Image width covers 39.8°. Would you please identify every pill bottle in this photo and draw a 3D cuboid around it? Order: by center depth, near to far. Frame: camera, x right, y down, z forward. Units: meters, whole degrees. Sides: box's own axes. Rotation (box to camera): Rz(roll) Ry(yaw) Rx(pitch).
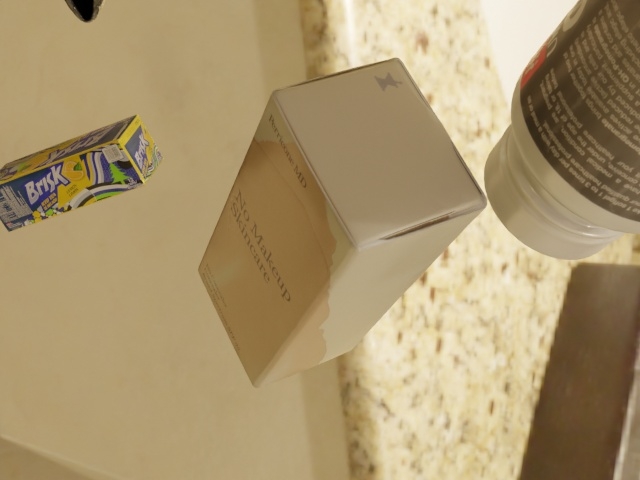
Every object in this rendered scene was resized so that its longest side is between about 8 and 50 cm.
[{"bbox_3d":[0.250,-0.114,0.644,0.176,0.318,0.176,10,58,-16],"label":"pill bottle"}]

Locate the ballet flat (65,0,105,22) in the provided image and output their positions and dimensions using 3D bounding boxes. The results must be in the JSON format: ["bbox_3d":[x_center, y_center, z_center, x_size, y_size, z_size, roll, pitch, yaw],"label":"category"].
[{"bbox_3d":[-0.199,-0.247,0.722,0.173,0.057,0.049,92,-10,-67],"label":"ballet flat"}]

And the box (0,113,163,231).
[{"bbox_3d":[-0.244,-0.065,0.871,0.059,0.169,0.054,-73,142,-55],"label":"box"}]

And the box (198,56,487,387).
[{"bbox_3d":[0.000,0.000,0.765,0.121,0.311,0.148,-19,70,-26],"label":"box"}]
